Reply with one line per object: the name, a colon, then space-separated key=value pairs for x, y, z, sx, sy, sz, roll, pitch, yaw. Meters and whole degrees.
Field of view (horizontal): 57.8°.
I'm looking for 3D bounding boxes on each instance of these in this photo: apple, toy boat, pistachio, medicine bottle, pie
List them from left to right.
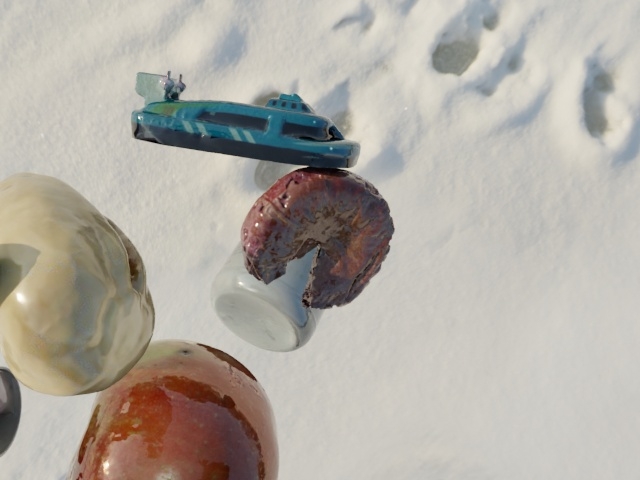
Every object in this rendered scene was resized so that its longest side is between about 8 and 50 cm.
pistachio: x=-0.302 y=0.048 z=0.667 sx=0.187 sy=0.188 sz=0.299 roll=-31 pitch=49 yaw=-20
apple: x=-0.220 y=0.323 z=0.873 sx=0.276 sy=0.348 sz=0.349 roll=20 pitch=74 yaw=-16
toy boat: x=-0.092 y=-0.162 z=0.765 sx=0.298 sy=0.134 sz=0.092 roll=8 pitch=104 yaw=1
medicine bottle: x=-0.079 y=0.066 z=1.302 sx=0.245 sy=0.245 sz=0.306 roll=35 pitch=53 yaw=-7
pie: x=0.000 y=0.000 z=0.793 sx=0.218 sy=0.054 sz=0.205 roll=18 pitch=109 yaw=-27

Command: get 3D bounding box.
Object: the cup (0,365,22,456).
cup: x=-0.545 y=0.254 z=0.839 sx=0.141 sy=0.173 sz=0.134 roll=-2 pitch=82 yaw=-1
